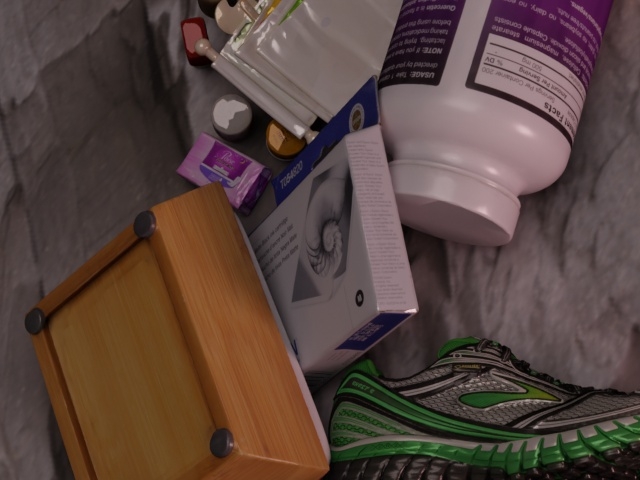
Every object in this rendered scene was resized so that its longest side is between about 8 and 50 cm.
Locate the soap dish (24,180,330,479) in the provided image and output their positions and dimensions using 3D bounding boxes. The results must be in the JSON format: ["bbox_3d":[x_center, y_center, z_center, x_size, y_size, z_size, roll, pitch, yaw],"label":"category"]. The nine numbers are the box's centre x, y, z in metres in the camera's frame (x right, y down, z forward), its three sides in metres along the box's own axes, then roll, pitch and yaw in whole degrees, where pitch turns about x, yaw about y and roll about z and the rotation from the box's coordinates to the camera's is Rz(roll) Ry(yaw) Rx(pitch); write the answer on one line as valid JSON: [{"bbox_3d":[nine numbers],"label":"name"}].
[{"bbox_3d":[-0.134,0.124,1.516,0.229,0.118,0.291,-37,61,30],"label":"soap dish"}]

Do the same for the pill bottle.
[{"bbox_3d":[0.152,-0.166,1.534,0.181,0.181,0.323,13,76,21],"label":"pill bottle"}]

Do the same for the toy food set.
[{"bbox_3d":[-0.073,-0.183,1.675,0.111,0.104,0.232,-14,85,-2],"label":"toy food set"}]

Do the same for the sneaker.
[{"bbox_3d":[0.164,0.141,1.450,0.343,0.134,0.146,-6,69,16],"label":"sneaker"}]

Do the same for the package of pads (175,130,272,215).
[{"bbox_3d":[-0.092,-0.065,1.656,0.083,0.032,0.050,30,86,24],"label":"package of pads"}]

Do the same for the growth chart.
[{"bbox_3d":[0.014,-0.205,1.619,0.237,0.021,0.172,-42,90,-12],"label":"growth chart"}]

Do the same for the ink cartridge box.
[{"bbox_3d":[0.000,0.000,1.519,0.045,0.223,0.224,3,64,-26],"label":"ink cartridge box"}]
